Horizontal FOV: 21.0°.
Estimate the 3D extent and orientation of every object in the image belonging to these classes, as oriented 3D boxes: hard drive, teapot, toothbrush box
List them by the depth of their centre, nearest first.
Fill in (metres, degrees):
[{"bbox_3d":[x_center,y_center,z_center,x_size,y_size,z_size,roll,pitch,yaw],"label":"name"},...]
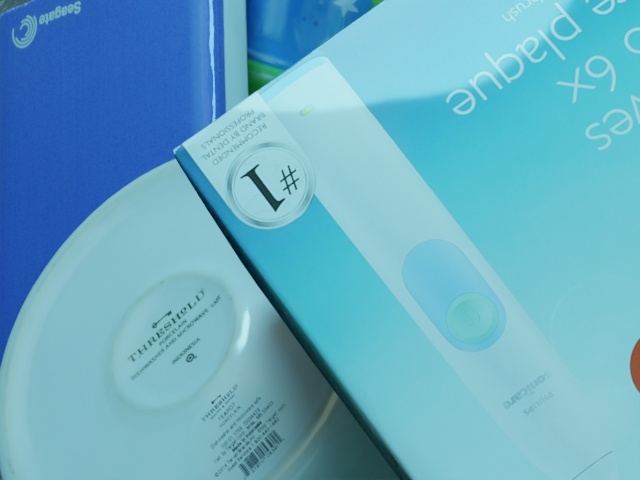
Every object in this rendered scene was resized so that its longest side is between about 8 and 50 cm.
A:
[{"bbox_3d":[0.120,0.033,0.653,0.216,0.126,0.295,-35,71,-3],"label":"toothbrush box"},{"bbox_3d":[-0.019,0.084,0.857,0.256,0.187,0.253,-9,58,31],"label":"teapot"},{"bbox_3d":[-0.131,-0.017,1.106,0.210,0.040,0.319,-13,72,39],"label":"hard drive"}]

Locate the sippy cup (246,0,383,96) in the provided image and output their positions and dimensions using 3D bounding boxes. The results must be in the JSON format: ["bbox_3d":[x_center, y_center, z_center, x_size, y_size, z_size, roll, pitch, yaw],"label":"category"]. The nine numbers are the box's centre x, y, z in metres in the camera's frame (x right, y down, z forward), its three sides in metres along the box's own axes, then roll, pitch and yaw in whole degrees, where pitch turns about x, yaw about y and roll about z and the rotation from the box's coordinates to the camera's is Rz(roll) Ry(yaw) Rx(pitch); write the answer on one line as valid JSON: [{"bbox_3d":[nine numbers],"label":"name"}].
[{"bbox_3d":[0.022,-0.231,1.156,0.305,0.224,0.240,6,36,-1],"label":"sippy cup"}]
